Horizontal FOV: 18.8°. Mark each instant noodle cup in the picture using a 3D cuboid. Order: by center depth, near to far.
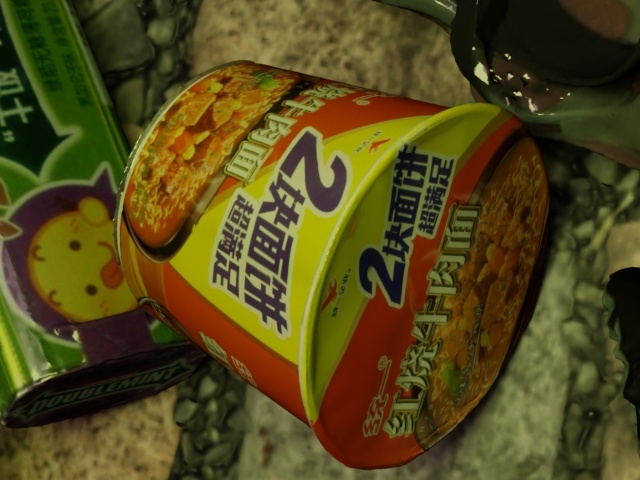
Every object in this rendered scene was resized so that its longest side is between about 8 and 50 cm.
[{"bbox_3d":[0.000,0.000,1.080,0.174,0.213,0.213,24,92,37],"label":"instant noodle cup"}]

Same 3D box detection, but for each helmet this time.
[{"bbox_3d":[0.127,-0.208,1.033,0.338,0.271,0.197,36,65,27],"label":"helmet"}]

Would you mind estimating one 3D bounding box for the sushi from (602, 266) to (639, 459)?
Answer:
[{"bbox_3d":[0.269,0.078,0.922,0.219,0.238,0.225,-26,87,15],"label":"sushi"}]

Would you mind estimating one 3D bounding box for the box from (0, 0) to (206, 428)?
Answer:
[{"bbox_3d":[-0.193,-0.060,1.215,0.345,0.134,0.097,66,151,18],"label":"box"}]
